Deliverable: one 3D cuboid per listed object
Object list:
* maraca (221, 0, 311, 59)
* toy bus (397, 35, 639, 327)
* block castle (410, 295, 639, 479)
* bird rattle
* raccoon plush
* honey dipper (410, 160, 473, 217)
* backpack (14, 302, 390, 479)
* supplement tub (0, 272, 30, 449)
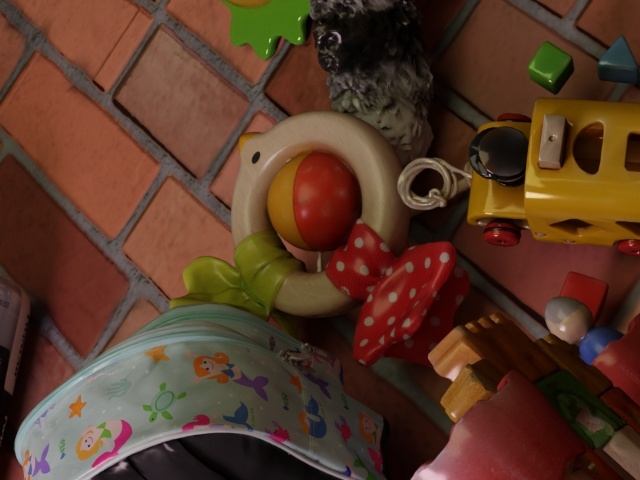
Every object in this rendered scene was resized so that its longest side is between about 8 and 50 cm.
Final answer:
[{"bbox_3d":[-0.060,-0.257,1.766,0.127,0.099,0.186,-21,85,42],"label":"maraca"},{"bbox_3d":[0.176,-0.054,1.405,0.202,0.104,0.191,-39,69,-3],"label":"toy bus"},{"bbox_3d":[0.224,0.040,1.104,0.213,0.453,0.303,41,105,13],"label":"block castle"},{"bbox_3d":[0.000,0.000,1.536,0.253,0.143,0.207,-6,84,45],"label":"bird rattle"},{"bbox_3d":[0.136,-0.301,1.599,0.299,0.216,0.446,-14,93,22],"label":"raccoon plush"},{"bbox_3d":[0.090,-0.031,1.571,0.160,0.030,0.030,-28,55,34],"label":"honey dipper"},{"bbox_3d":[-0.088,0.162,1.411,0.225,0.253,0.191,-37,50,26],"label":"backpack"},{"bbox_3d":[-0.389,0.176,1.807,0.193,0.193,0.316,-4,70,42],"label":"supplement tub"}]
